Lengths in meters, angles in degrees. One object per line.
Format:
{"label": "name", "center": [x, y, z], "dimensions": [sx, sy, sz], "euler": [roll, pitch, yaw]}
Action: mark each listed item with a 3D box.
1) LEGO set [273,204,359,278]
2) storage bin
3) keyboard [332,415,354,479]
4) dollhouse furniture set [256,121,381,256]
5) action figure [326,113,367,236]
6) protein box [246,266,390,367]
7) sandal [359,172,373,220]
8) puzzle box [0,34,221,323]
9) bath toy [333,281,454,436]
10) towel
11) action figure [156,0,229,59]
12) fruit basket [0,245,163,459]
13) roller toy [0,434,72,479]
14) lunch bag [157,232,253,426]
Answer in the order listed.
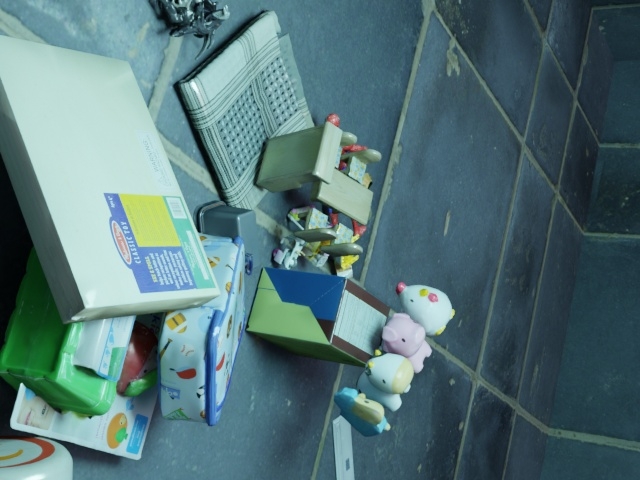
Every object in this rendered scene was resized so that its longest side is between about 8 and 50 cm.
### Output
{"label": "LEGO set", "center": [0.000, 0.000, 1.950], "dimensions": [0.132, 0.107, 0.287], "euler": [-52, 154, 11]}
{"label": "storage bin", "center": [-0.167, -0.001, 1.659], "dimensions": [0.098, 0.091, 0.135], "euler": [-23, 112, -54]}
{"label": "keyboard", "center": [0.057, 0.528, 2.148], "dimensions": [0.072, 0.014, 0.255], "euler": [-26, 116, -59]}
{"label": "dollhouse furniture set", "center": [0.028, -0.112, 1.749], "dimensions": [0.242, 0.161, 0.212], "euler": [29, 65, -39]}
{"label": "action figure", "center": [0.053, -0.160, 1.983], "dimensions": [0.139, 0.092, 0.280], "euler": [-60, 147, -49]}
{"label": "protein box", "center": [-0.001, 0.156, 1.835], "dimensions": [0.201, 0.200, 0.135], "euler": [36, 65, -54]}
{"label": "sandal", "center": [0.096, -0.120, 2.098], "dimensions": [0.072, 0.049, 0.180], "euler": [-50, 133, -43]}
{"label": "puzzle box", "center": [-0.310, -0.086, 1.279], "dimensions": [0.272, 0.052, 0.408], "euler": [0, 63, -58]}
{"label": "bath toy", "center": [0.148, 0.210, 1.783], "dimensions": [0.129, 0.151, 0.348], "euler": [44, 53, -10]}
{"label": "towel", "center": [-0.117, -0.241, 1.744], "dimensions": [0.324, 0.056, 0.312], "euler": [-53, 135, -41]}
{"label": "action figure", "center": [-0.206, -0.439, 1.506], "dimensions": [0.164, 0.141, 0.275], "euler": [-51, 131, -44]}
{"label": "fruit basket", "center": [-0.310, 0.151, 1.385], "dimensions": [0.353, 0.166, 0.326], "euler": [41, 57, -57]}
{"label": "roller toy", "center": [-0.425, 0.347, 1.196], "dimensions": [0.209, 0.191, 0.146], "euler": [-3, 96, -58]}
{"label": "lunch bag", "center": [-0.187, 0.142, 1.514], "dimensions": [0.303, 0.115, 0.243], "euler": [-79, 173, -56]}
